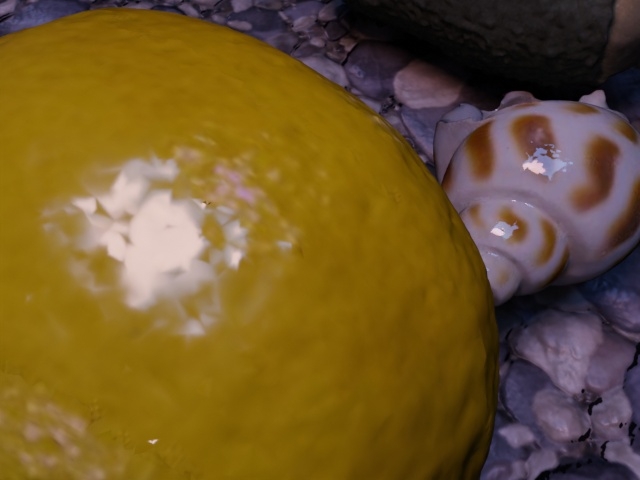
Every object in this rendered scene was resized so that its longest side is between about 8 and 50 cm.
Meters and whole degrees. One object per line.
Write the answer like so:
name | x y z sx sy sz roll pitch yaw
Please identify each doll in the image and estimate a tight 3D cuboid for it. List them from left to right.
doll | 0.167 -0.272 0.734 0.349 0.247 0.247 14 58 22

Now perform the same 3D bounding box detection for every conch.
conch | 0.168 -0.037 0.610 0.182 0.149 0.275 2 16 38

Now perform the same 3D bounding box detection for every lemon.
lemon | -0.057 0.063 0.455 0.364 0.364 0.364 -1 57 1
